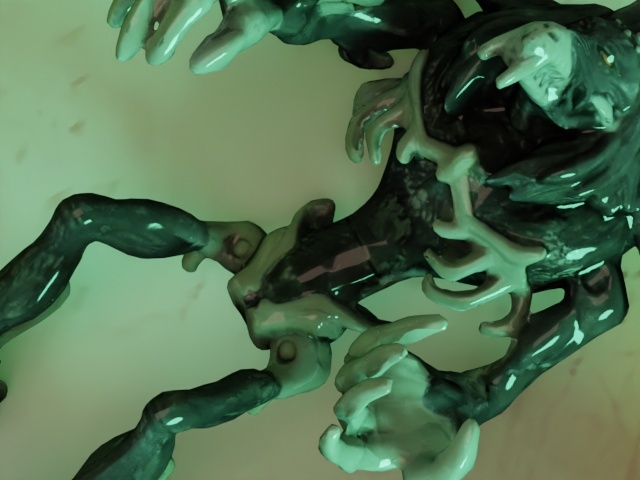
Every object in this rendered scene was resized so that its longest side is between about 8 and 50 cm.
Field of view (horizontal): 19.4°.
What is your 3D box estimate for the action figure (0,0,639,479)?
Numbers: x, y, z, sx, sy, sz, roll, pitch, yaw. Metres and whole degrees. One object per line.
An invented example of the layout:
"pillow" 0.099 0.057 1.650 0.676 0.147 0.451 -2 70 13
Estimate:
"action figure" 0.000 0.000 0.509 0.275 0.141 0.164 -33 76 8
